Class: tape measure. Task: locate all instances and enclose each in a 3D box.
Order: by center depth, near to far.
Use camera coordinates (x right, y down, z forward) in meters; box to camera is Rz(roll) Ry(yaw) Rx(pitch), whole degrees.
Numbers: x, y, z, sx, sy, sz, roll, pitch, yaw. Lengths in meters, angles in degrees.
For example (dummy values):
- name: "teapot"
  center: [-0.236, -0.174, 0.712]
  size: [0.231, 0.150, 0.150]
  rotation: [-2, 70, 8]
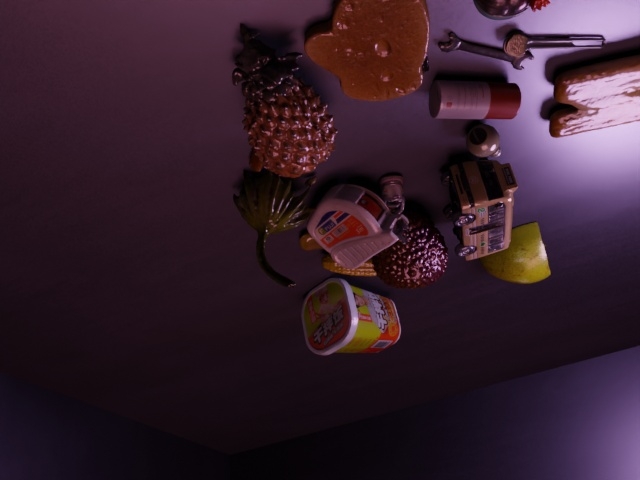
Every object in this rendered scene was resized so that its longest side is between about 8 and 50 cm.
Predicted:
- name: "tape measure"
  center: [0.105, -0.047, 1.895]
  size: [0.265, 0.130, 0.258]
  rotation: [45, 139, -7]

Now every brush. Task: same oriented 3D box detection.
- name: "brush"
  center: [0.572, -0.477, 1.511]
  size: [0.266, 0.027, 0.062]
  rotation: [-4, 124, -7]

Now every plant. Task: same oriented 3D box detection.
- name: "plant"
  center: [-0.149, -0.054, 1.753]
  size: [0.251, 0.333, 0.180]
  rotation: [10, 131, 3]

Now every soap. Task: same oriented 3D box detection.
- name: "soap"
  center: [0.000, -0.001, 2.086]
  size: [0.140, 0.045, 0.089]
  rotation: [-3, 148, -6]

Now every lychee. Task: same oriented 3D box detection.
- name: "lychee"
  center: [0.287, 0.025, 2.021]
  size: [0.271, 0.271, 0.271]
  rotation: [-5, 145, -3]

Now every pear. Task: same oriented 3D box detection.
- name: "pear"
  center: [0.703, 0.081, 2.266]
  size: [0.239, 0.139, 0.288]
  rotation: [-10, 145, 20]

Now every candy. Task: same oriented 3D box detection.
- name: "candy"
  center: [0.102, 0.073, 2.166]
  size: [0.198, 0.106, 0.094]
  rotation: [0, 164, -2]

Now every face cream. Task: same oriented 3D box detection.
- name: "face cream"
  center: [0.393, -0.358, 1.594]
  size: [0.214, 0.096, 0.096]
  rotation: [-1, 145, -10]

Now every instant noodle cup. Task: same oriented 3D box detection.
- name: "instant noodle cup"
  center: [0.130, 0.310, 2.393]
  size: [0.307, 0.294, 0.294]
  rotation: [17, 140, -40]

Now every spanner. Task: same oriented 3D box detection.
- name: "spanner"
  center: [0.406, -0.459, 1.521]
  size: [0.254, 0.015, 0.054]
  rotation: [6, 142, -19]

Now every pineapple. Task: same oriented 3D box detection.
- name: "pineapple"
  center: [-0.099, -0.334, 1.473]
  size: [0.222, 0.223, 0.357]
  rotation: [-14, 134, 10]

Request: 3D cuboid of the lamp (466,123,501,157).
- name: "lamp"
  center: [0.472, -0.268, 1.761]
  size: [0.091, 0.091, 0.163]
  rotation: [-26, 156, 26]

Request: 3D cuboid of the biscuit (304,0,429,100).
- name: "biscuit"
  center: [0.107, -0.456, 1.432]
  size: [0.287, 0.057, 0.344]
  rotation: [-4, 146, 6]

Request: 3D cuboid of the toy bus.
- name: "toy bus"
  center: [0.488, -0.095, 1.914]
  size: [0.201, 0.177, 0.365]
  rotation: [-14, 151, 8]

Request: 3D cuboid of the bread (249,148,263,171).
- name: "bread"
  center: [-0.170, -0.232, 1.726]
  size: [0.036, 0.047, 0.083]
  rotation: [-24, 158, -33]

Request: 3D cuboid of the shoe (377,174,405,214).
- name: "shoe"
  center: [0.220, -0.116, 1.917]
  size: [0.089, 0.092, 0.180]
  rotation: [-3, 145, -6]

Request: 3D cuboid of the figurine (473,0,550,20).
- name: "figurine"
  center: [0.349, -0.528, 1.209]
  size: [0.138, 0.246, 0.110]
  rotation: [-15, 144, 13]

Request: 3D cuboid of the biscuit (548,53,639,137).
- name: "biscuit"
  center: [0.757, -0.384, 1.651]
  size: [0.290, 0.062, 0.237]
  rotation: [-13, 146, 9]

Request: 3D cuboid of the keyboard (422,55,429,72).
- name: "keyboard"
  center: [0.217, -0.468, 1.475]
  size: [0.060, 0.018, 0.195]
  rotation: [-11, 145, 13]
